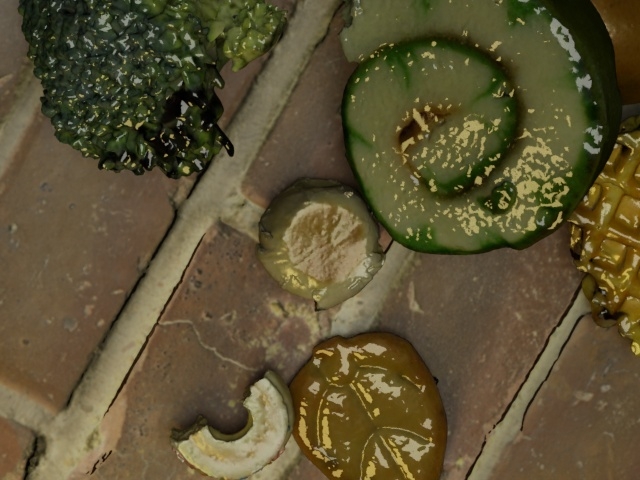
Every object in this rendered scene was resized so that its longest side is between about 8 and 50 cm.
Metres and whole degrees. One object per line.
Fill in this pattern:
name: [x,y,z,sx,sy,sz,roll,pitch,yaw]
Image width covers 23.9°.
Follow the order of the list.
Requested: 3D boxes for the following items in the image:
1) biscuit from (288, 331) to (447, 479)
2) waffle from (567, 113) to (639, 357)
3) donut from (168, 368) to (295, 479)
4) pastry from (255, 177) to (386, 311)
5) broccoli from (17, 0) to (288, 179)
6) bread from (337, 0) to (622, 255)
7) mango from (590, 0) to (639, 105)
biscuit: [0.071,0.239,1.971,0.203,0.041,0.260,-30,101,-2]
waffle: [0.505,-0.015,1.904,0.382,0.095,0.379,-16,106,20]
donut: [-0.102,0.246,1.938,0.166,0.065,0.108,-35,103,-1]
pastry: [0.000,0.000,1.896,0.166,0.088,0.165,-1,101,-6]
broccoli: [-0.194,-0.237,1.771,0.281,0.348,0.293,-19,147,-34]
bread: [0.164,-0.169,1.783,0.382,0.129,0.366,46,126,3]
mango: [0.380,-0.274,1.856,0.317,0.173,0.211,-8,89,-10]
